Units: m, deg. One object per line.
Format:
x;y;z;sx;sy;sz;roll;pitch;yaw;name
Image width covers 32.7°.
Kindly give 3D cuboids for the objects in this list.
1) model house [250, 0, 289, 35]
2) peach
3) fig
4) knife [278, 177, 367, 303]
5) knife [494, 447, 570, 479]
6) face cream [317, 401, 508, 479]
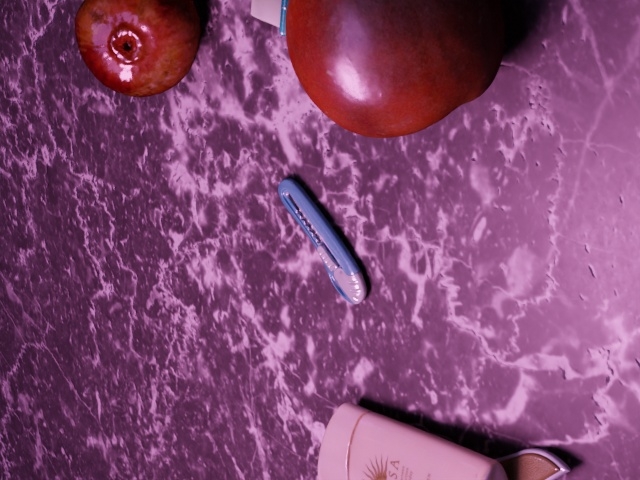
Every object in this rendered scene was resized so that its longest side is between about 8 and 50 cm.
-0.004;-0.321;1.411;0.149;0.127;0.100;42;133;45;model house
0.087;-0.249;1.264;0.252;0.252;0.253;20;119;40;peach
-0.278;-0.326;1.678;0.205;0.205;0.205;20;119;40;fig
0.000;0.000;1.621;0.222;0.031;0.064;56;140;15;knife
0.225;0.346;1.527;0.343;0.027;0.061;-35;63;49;knife
0.122;0.347;1.569;0.348;0.081;0.174;14;108;50;face cream
